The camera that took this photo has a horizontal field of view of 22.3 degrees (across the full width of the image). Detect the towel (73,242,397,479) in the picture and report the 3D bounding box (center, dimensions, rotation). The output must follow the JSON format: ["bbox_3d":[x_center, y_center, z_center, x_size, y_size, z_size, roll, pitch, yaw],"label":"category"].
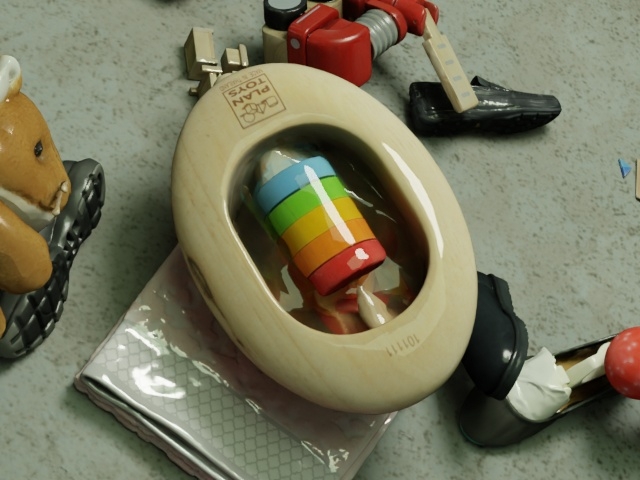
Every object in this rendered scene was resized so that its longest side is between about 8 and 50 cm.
[{"bbox_3d":[-0.073,0.147,1.890,0.332,0.053,0.317,36,52,0],"label":"towel"}]

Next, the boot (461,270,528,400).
[{"bbox_3d":[0.132,0.084,1.959,0.207,0.094,0.246,20,25,-12],"label":"boot"}]

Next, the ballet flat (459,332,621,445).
[{"bbox_3d":[0.295,0.169,2.010,0.280,0.096,0.095,-20,71,-32],"label":"ballet flat"}]

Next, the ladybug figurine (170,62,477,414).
[{"bbox_3d":[0.000,0.000,1.851,0.305,0.162,0.449,-25,72,-8],"label":"ladybug figurine"}]

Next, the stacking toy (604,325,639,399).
[{"bbox_3d":[0.486,0.196,2.009,0.330,0.141,0.141,22,52,-26],"label":"stacking toy"}]

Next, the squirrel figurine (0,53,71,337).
[{"bbox_3d":[-0.445,-0.062,1.651,0.397,0.281,0.370,34,47,-2],"label":"squirrel figurine"}]

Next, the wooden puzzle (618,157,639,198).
[{"bbox_3d":[0.479,-0.080,2.301,0.116,0.014,0.078,10,56,-18],"label":"wooden puzzle"}]

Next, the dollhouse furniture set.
[{"bbox_3d":[-0.092,-0.213,2.038,0.101,0.161,0.182,4,60,-22],"label":"dollhouse furniture set"}]

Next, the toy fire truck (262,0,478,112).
[{"bbox_3d":[0.075,-0.251,2.121,0.246,0.158,0.217,24,46,29],"label":"toy fire truck"}]

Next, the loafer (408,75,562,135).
[{"bbox_3d":[0.225,-0.189,2.217,0.223,0.076,0.078,-3,69,-21],"label":"loafer"}]

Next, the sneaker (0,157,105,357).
[{"bbox_3d":[-0.332,0.016,1.848,0.106,0.101,0.267,12,54,10],"label":"sneaker"}]
